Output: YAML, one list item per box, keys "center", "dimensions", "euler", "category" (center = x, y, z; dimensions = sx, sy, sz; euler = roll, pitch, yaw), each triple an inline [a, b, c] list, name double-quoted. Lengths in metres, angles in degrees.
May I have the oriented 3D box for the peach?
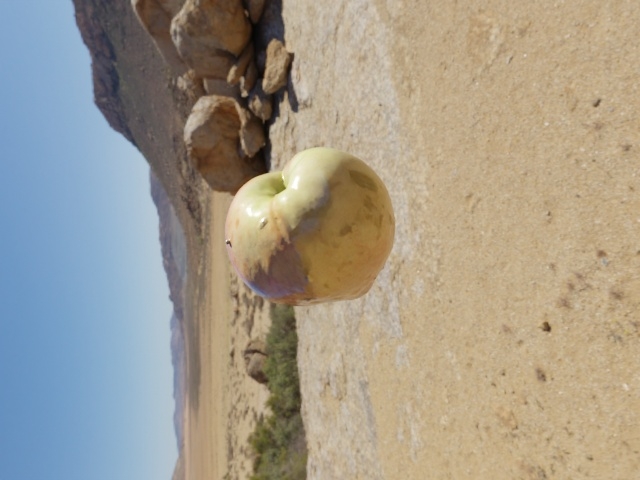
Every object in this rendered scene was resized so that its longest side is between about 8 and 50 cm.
- center: [0.000, 0.000, 0.584]
  dimensions: [0.232, 0.233, 0.232]
  euler: [180, 90, -73]
  category: "peach"
